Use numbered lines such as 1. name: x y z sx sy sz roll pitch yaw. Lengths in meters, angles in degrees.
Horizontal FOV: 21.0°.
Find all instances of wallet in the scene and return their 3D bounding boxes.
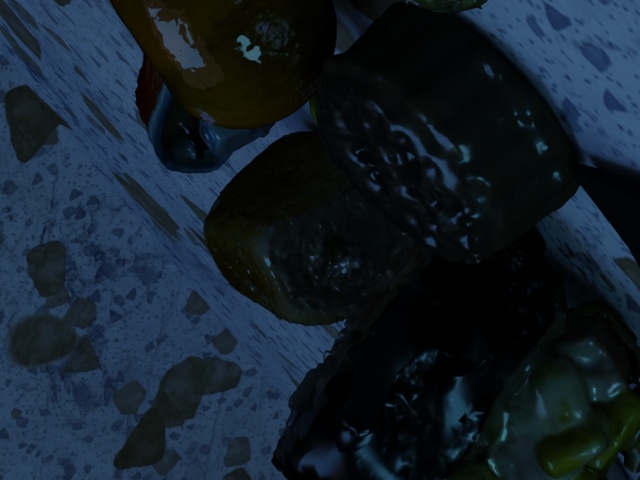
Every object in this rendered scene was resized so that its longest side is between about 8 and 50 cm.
1. wallet: 0.295 0.036 1.382 0.244 0.025 0.124 50 168 -29

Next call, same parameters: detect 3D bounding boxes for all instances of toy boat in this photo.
1. toy boat: -0.118 -0.145 1.913 0.133 0.145 0.332 58 166 8

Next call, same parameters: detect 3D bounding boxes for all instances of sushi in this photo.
1. sushi: 0.142 0.159 1.651 0.285 0.328 0.328 35 168 -4

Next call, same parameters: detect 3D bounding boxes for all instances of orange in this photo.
1. orange: -0.085 -0.212 1.507 0.240 0.171 0.240 55 179 1

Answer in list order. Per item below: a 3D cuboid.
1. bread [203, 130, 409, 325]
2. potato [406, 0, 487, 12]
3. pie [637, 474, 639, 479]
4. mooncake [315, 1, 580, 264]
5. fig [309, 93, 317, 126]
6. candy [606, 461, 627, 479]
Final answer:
1. bread: 0.000 0.000 1.899 0.176 0.195 0.246 55 166 -24
2. potato: 0.047 -0.225 1.290 0.198 0.054 0.119 41 171 21
3. pie: 0.432 0.329 1.805 0.277 0.078 0.277 45 169 11
4. mooncake: 0.097 -0.084 1.430 0.228 0.124 0.228 44 168 12
5. fig: 0.035 -0.152 1.600 0.093 0.093 0.166 53 -155 -32
6. candy: 0.282 0.307 2.120 0.195 0.137 0.185 34 165 39
